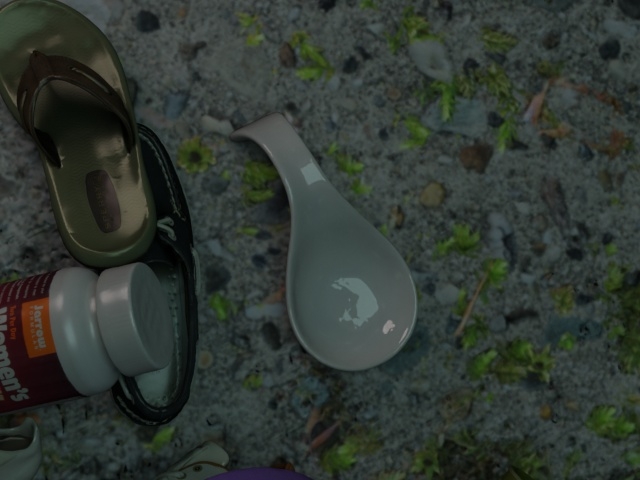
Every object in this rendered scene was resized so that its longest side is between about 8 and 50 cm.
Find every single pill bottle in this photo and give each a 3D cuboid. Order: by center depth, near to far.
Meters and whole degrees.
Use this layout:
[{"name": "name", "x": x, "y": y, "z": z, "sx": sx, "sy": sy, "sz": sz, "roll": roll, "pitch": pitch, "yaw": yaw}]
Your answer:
[{"name": "pill bottle", "x": -0.256, "y": 0.092, "z": 1.778, "sx": 0.221, "sy": 0.121, "sz": 0.121, "roll": -14, "pitch": 87, "yaw": 15}]

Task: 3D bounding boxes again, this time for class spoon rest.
[{"name": "spoon rest", "x": 0.000, "y": 0.000, "z": 1.923, "sx": 0.137, "sy": 0.084, "sz": 0.276, "roll": -28, "pitch": 90, "yaw": -16}]

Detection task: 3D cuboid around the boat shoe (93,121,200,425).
[{"name": "boat shoe", "x": -0.166, "y": 0.027, "z": 1.870, "sx": 0.114, "sy": 0.091, "sz": 0.303, "roll": -9, "pitch": 86, "yaw": -15}]

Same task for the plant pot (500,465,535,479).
[{"name": "plant pot", "x": 0.191, "y": 0.416, "z": 1.851, "sx": 0.275, "sy": 0.275, "sz": 0.293, "roll": 41, "pitch": 92, "yaw": -7}]

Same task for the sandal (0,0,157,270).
[{"name": "sandal", "x": -0.230, "y": -0.115, "z": 1.834, "sx": 0.120, "sy": 0.086, "sz": 0.303, "roll": -23, "pitch": 66, "yaw": -5}]

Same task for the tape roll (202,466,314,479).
[{"name": "tape roll", "x": -0.072, "y": 0.348, "z": 1.785, "sx": 0.274, "sy": 0.090, "sz": 0.275, "roll": -16, "pitch": 125, "yaw": -24}]

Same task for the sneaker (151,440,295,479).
[{"name": "sneaker", "x": -0.153, "y": 0.255, "z": 1.848, "sx": 0.290, "sy": 0.106, "sz": 0.123, "roll": 2, "pitch": 80, "yaw": -26}]

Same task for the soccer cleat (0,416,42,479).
[{"name": "soccer cleat", "x": -0.347, "y": 0.212, "z": 1.785, "sx": 0.196, "sy": 0.068, "sz": 0.076, "roll": -14, "pitch": 130, "yaw": -36}]
